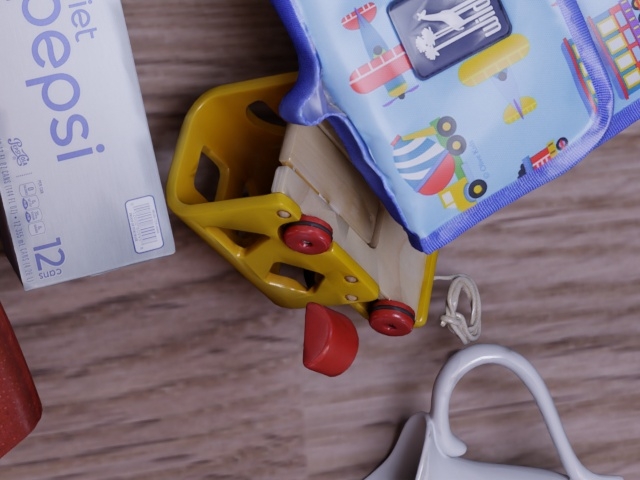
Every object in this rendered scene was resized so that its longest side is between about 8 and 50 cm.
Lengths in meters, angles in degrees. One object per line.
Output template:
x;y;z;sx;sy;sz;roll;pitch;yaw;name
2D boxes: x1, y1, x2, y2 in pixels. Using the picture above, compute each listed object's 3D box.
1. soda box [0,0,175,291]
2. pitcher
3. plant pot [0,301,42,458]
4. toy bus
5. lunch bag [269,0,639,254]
-0.159;-0.125;1.092;0.091;0.098;0.286;-15;104;-12;soda box
0.130;0.174;1.227;0.207;0.125;0.177;29;104;-12;pitcher
-0.298;0.038;1.010;0.267;0.267;0.235;-40;121;-6;plant pot
-0.005;-0.011;1.159;0.191;0.104;0.202;-27;108;-57;toy bus
0.088;-0.150;1.112;0.293;0.138;0.221;-36;109;-22;lunch bag
